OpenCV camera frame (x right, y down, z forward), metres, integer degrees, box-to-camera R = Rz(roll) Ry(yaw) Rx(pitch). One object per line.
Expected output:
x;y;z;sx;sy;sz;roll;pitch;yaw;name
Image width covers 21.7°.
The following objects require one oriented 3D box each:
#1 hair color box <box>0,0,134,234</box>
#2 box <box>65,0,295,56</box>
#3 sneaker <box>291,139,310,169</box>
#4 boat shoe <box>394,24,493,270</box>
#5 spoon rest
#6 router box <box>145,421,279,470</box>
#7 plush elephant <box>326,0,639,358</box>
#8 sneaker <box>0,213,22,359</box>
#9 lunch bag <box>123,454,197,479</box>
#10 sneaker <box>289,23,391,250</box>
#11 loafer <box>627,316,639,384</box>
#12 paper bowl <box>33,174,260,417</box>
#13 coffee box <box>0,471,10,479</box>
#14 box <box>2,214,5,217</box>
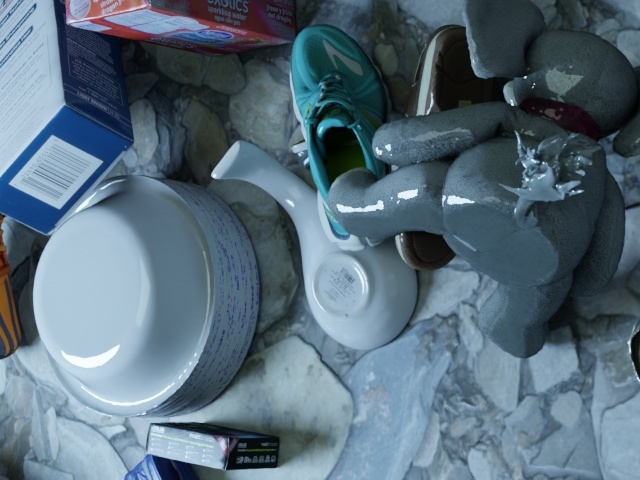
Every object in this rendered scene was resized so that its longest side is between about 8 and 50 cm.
-0.326;-0.189;2.000;0.174;0.105;0.347;-43;37;24;hair color box
-0.153;-0.288;1.866;0.128;0.257;0.123;-5;84;36;box
0.009;-0.103;1.872;0.083;0.031;0.035;-12;105;29;sneaker
0.127;-0.099;1.759;0.095;0.095;0.258;-136;56;-69;boat shoe
0.000;0.000;1.845;0.276;0.084;0.137;48;114;16;spoon rest
-0.122;0.231;1.888;0.122;0.092;0.038;6;88;36;router box
0.206;-0.093;1.604;0.272;0.255;0.330;35;150;-5;plush elephant
-0.422;-0.008;2.072;0.180;0.124;0.321;-19;103;29;sneaker
-0.177;0.288;1.938;0.065;0.067;0.098;-41;62;26;lunch bag
0.025;-0.125;1.783;0.107;0.110;0.275;-16;60;5;sneaker
0.361;0.166;1.539;0.094;0.087;0.251;-43;62;25;loafer
-0.221;0.065;1.948;0.284;0.148;0.284;-4;83;35;paper bowl
-0.511;0.320;2.120;0.297;0.168;0.119;32;104;34;coffee box
-0.475;-0.149;2.213;0.216;0.060;0.270;-31;67;30;box
